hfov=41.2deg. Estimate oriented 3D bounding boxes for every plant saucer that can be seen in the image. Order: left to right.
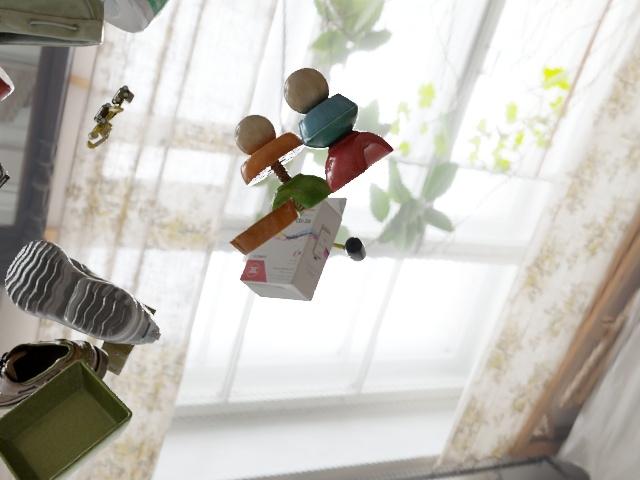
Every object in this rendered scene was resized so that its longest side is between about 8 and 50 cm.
[{"bbox_3d":[-0.402,0.297,1.329,0.188,0.045,0.188,-38,-137,-21],"label":"plant saucer"}]

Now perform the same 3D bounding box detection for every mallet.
[{"bbox_3d":[0.000,0.000,1.709,0.189,0.039,0.062,15,163,9],"label":"mallet"}]

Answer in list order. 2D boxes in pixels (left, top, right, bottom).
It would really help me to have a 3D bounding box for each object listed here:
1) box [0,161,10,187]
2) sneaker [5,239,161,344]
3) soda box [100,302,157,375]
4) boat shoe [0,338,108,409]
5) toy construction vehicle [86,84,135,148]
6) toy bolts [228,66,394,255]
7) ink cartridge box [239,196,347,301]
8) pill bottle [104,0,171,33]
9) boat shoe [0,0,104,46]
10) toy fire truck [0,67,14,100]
[{"bbox_3d":[-0.612,-0.166,1.419,0.058,0.232,0.087,15,-127,27],"label":"box"},{"bbox_3d":[-0.351,0.091,1.242,0.281,0.105,0.115,26,168,33],"label":"sneaker"},{"bbox_3d":[-0.395,0.194,1.732,0.058,0.061,0.181,27,-155,-5],"label":"soda box"},{"bbox_3d":[-0.547,0.234,1.579,0.104,0.307,0.111,43,-146,-55],"label":"boat shoe"},{"bbox_3d":[-0.330,-0.190,1.336,0.035,0.098,0.086,36,161,-24],"label":"toy construction vehicle"},{"bbox_3d":[-0.048,-0.112,1.111,0.159,0.228,0.218,55,-143,-3],"label":"toy bolts"},{"bbox_3d":[-0.041,-0.004,1.403,0.115,0.198,0.067,2,150,37],"label":"ink cartridge box"},{"bbox_3d":[-0.216,-0.485,1.175,0.204,0.361,0.204,34,169,8],"label":"pill bottle"},{"bbox_3d":[-0.408,-0.270,1.014,0.302,0.094,0.109,-6,-179,-7],"label":"boat shoe"},{"bbox_3d":[-0.693,-0.322,1.505,0.302,0.169,0.254,48,-179,-35],"label":"toy fire truck"}]
